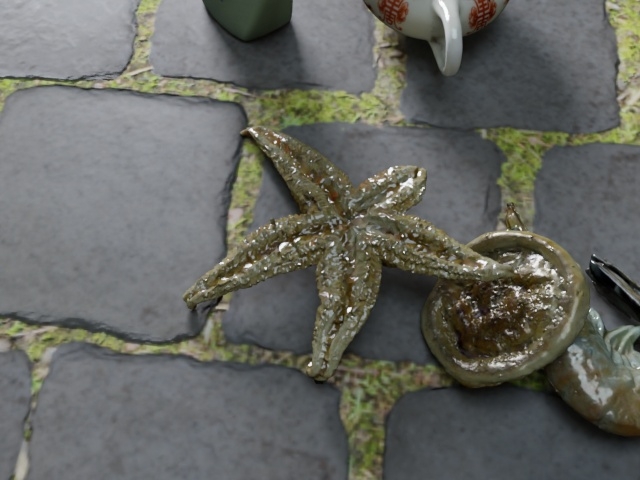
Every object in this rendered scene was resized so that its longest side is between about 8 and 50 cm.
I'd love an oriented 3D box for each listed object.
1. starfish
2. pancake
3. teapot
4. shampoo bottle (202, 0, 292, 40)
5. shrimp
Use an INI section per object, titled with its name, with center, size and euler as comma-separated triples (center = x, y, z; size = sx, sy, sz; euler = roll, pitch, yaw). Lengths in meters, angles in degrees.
[starfish]
center = -0.001, -0.003, 0.734
size = 0.295, 0.048, 0.231
euler = 37, 70, 28
[pancake]
center = 0.142, 0.051, 0.696
size = 0.139, 0.022, 0.139
euler = -17, 55, 25
[teapot]
center = 0.114, -0.257, 0.865
size = 0.159, 0.116, 0.245
euler = 0, 56, -16
[shampoo bottle]
center = -0.068, -0.329, 0.755
size = 0.078, 0.359, 0.134
euler = -28, 64, -17
[shrimp]
center = 0.219, 0.054, 0.716
size = 0.126, 0.047, 0.223
euler = -16, 60, -14
